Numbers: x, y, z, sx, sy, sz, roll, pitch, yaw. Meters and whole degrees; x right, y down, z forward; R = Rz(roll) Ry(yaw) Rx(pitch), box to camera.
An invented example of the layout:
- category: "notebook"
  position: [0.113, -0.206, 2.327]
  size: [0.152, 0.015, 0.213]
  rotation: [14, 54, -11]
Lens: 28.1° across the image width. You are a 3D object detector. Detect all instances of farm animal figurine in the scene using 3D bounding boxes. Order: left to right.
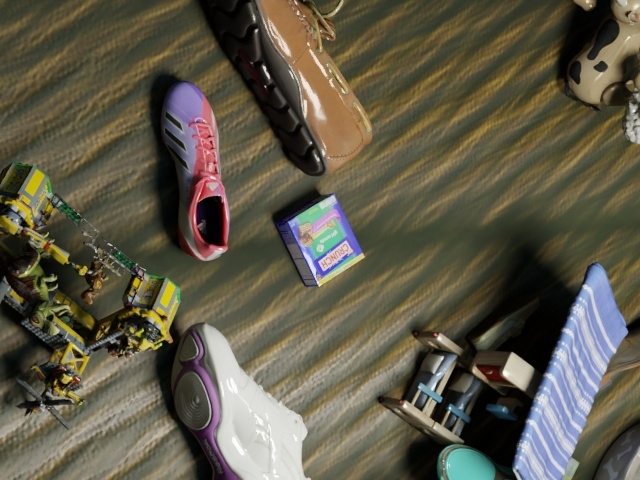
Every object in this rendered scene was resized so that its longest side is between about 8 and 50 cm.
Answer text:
- category: "farm animal figurine"
  position: [0.489, -0.354, 2.045]
  size: [0.172, 0.330, 0.326]
  rotation: [14, 110, -30]

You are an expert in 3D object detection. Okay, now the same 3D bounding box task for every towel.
- category: "towel"
  position: [0.380, 0.365, 2.071]
  size: [0.083, 0.009, 0.060]
  rotation: [39, 70, -22]
- category: "towel"
  position: [0.375, 0.223, 1.906]
  size: [0.336, 0.040, 0.243]
  rotation: [-65, 151, -18]

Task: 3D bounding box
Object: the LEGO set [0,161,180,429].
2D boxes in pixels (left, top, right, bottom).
- category: "LEGO set"
  position: [-0.347, 0.089, 1.539]
  size: [0.331, 0.255, 0.192]
  rotation: [49, 39, -30]

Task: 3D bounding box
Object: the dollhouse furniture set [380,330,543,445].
- category: "dollhouse furniture set"
  position: [0.206, 0.220, 1.880]
  size: [0.129, 0.184, 0.129]
  rotation: [36, 72, -23]

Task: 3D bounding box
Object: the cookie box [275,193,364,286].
- category: "cookie box"
  position: [0.000, 0.000, 1.857]
  size: [0.092, 0.040, 0.107]
  rotation: [-32, 104, -27]

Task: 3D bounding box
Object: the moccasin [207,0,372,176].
- category: "moccasin"
  position: [-0.037, -0.278, 1.791]
  size: [0.147, 0.139, 0.380]
  rotation: [-38, 106, -25]

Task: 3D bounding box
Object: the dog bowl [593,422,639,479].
- category: "dog bowl"
  position: [0.594, 0.454, 2.134]
  size: [0.349, 0.102, 0.348]
  rotation: [2, 87, -29]

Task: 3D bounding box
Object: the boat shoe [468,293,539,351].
- category: "boat shoe"
  position: [0.293, 0.134, 2.012]
  size: [0.135, 0.050, 0.045]
  rotation: [-33, 107, -15]

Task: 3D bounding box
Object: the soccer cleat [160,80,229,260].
- category: "soccer cleat"
  position: [-0.162, -0.096, 1.740]
  size: [0.083, 0.095, 0.248]
  rotation: [-5, 91, -29]

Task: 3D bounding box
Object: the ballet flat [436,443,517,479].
- category: "ballet flat"
  position: [0.241, 0.368, 1.946]
  size: [0.247, 0.087, 0.083]
  rotation: [28, 76, -35]

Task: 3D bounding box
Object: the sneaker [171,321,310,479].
- category: "sneaker"
  position: [-0.107, 0.244, 1.768]
  size: [0.152, 0.114, 0.305]
  rotation: [-30, 107, -40]

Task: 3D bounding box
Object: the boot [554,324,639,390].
- category: "boot"
  position: [0.478, 0.159, 2.092]
  size: [0.219, 0.082, 0.106]
  rotation: [-31, 105, -24]
